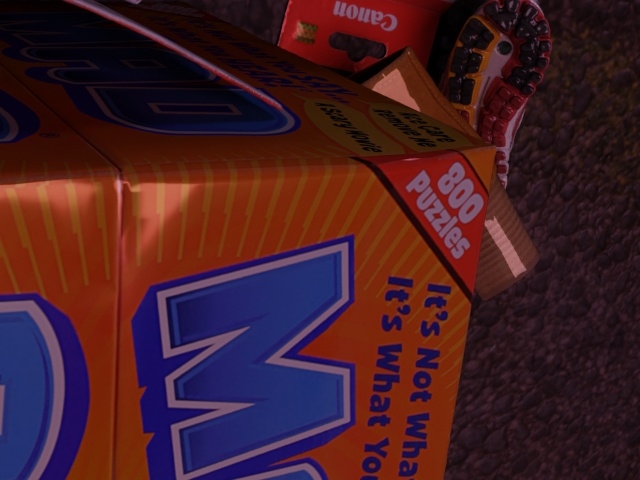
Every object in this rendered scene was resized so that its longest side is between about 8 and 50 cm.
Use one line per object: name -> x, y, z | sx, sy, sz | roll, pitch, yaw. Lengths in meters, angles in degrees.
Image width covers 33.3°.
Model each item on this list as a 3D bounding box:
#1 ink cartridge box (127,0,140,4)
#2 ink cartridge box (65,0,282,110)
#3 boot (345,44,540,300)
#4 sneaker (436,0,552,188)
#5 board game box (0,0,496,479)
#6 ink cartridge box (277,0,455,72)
ink cartridge box -> -0.173, -0.201, 0.571 | 0.140, 0.191, 0.082 | 20, 100, -36
ink cartridge box -> -0.250, -0.127, 0.485 | 0.385, 0.308, 0.091 | 19, 100, -37
boot -> 0.001, 0.000, 0.833 | 0.295, 0.104, 0.211 | -35, 103, 16
sneaker -> 0.126, -0.096, 0.863 | 0.088, 0.092, 0.225 | 25, 120, 1
board game box -> -0.175, 0.076, 0.589 | 0.356, 0.356, 0.356 | -6, 114, -29
ink cartridge box -> 0.056, -0.209, 0.801 | 0.145, 0.045, 0.179 | 7, 105, -33
